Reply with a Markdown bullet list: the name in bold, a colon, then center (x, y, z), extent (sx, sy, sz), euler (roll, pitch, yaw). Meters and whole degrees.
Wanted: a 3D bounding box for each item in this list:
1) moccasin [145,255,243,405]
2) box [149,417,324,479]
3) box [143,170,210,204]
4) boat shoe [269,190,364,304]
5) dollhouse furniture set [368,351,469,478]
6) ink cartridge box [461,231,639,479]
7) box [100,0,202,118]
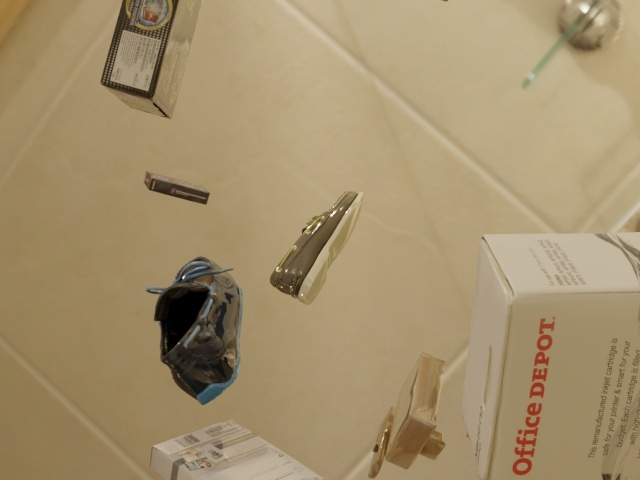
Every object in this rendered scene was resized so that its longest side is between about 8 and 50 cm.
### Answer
- **moccasin**: center (-0.188, 0.102, 1.383), extent (0.137, 0.117, 0.342), euler (-42, 26, 6)
- **box**: center (-0.110, 0.306, 1.198), extent (0.145, 0.186, 0.038), euler (-10, -65, -47)
- **box**: center (-0.284, -0.104, 1.784), extent (0.162, 0.116, 0.029), euler (-152, 76, -74)
- **boat shoe**: center (0.000, -0.003, 1.849), extent (0.109, 0.091, 0.305), euler (95, -159, -49)
- **dollhouse furniture set**: center (0.298, 0.361, 1.561), extent (0.174, 0.355, 0.303), euler (-67, 1, -54)
- **ink cartridge box**: center (0.268, 0.102, 0.781), extent (0.114, 0.272, 0.197), euler (-102, 12, -64)
- **box**: center (-0.174, -0.287, 1.048), extent (0.216, 0.060, 0.270), euler (-160, 86, -86)
